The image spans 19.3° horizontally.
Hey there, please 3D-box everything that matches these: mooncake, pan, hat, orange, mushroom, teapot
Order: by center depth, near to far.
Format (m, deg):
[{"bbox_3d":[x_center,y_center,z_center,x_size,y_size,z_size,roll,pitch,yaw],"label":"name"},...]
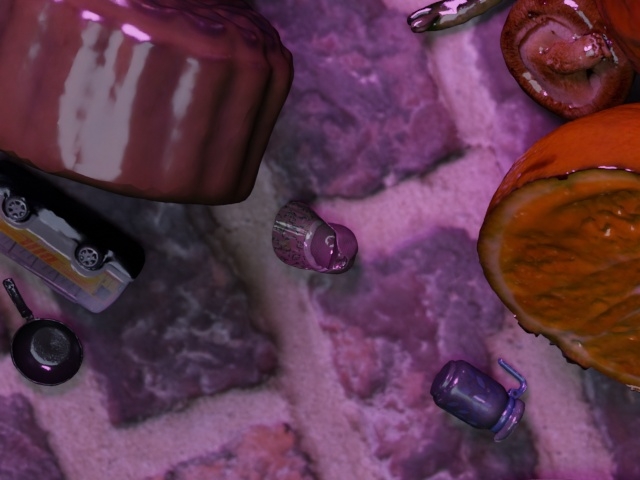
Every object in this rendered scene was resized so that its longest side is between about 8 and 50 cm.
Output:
[{"bbox_3d":[-0.163,-0.147,1.547,0.290,0.290,0.161,20,104,-3],"label":"mooncake"},{"bbox_3d":[0.284,0.014,1.592,0.310,0.274,0.274,0,113,-38],"label":"orange"},{"bbox_3d":[0.210,-0.159,1.616,0.127,0.087,0.127,20,130,27],"label":"mushroom"},{"bbox_3d":[-0.001,-0.001,1.717,0.087,0.042,0.058,24,102,31],"label":"hat"},{"bbox_3d":[0.147,0.142,1.751,0.083,0.063,0.049,32,139,-10],"label":"teapot"},{"bbox_3d":[-0.264,0.081,1.761,0.068,0.023,0.115,-21,108,11],"label":"pan"}]

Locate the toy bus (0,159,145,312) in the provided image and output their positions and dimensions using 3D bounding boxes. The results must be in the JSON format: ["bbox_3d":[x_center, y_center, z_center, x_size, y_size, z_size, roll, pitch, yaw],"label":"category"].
[{"bbox_3d":[-0.247,-0.003,1.718,0.172,0.057,0.072,34,113,-7],"label":"toy bus"}]

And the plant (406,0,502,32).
[{"bbox_3d":[0.184,-0.353,1.578,0.251,0.180,0.333,-4,141,-2],"label":"plant"}]

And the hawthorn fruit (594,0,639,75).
[{"bbox_3d":[0.326,-0.233,1.480,0.298,0.277,0.277,14,112,-35],"label":"hawthorn fruit"}]

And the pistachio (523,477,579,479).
[{"bbox_3d":[0.200,0.321,1.752,0.288,0.197,0.166,-13,150,-4],"label":"pistachio"}]
